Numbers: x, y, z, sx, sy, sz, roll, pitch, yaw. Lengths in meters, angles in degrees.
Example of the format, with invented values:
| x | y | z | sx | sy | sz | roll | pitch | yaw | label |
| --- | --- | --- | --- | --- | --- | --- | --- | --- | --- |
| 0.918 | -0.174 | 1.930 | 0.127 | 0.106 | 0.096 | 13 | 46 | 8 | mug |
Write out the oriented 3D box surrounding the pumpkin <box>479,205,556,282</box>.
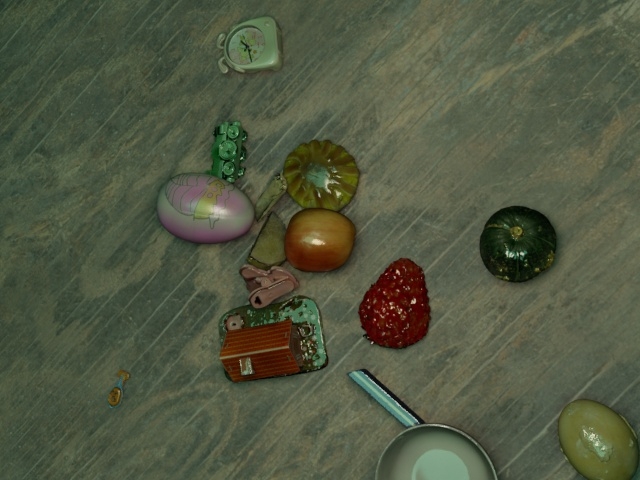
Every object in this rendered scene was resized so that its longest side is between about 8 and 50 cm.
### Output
| x | y | z | sx | sy | sz | roll | pitch | yaw | label |
| --- | --- | --- | --- | --- | --- | --- | --- | --- | --- |
| 0.475 | 0.009 | 1.700 | 0.190 | 0.146 | 0.191 | -2 | 84 | 15 | pumpkin |

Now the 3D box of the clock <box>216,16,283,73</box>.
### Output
| x | y | z | sx | sy | sz | roll | pitch | yaw | label |
| --- | --- | --- | --- | --- | --- | --- | --- | --- | --- |
| -0.204 | -0.547 | 2.009 | 0.190 | 0.062 | 0.152 | -7 | 81 | 15 | clock |

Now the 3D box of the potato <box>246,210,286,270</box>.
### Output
| x | y | z | sx | sy | sz | roll | pitch | yaw | label |
| --- | --- | --- | --- | --- | --- | --- | --- | --- | --- |
| -0.139 | 0.020 | 1.913 | 0.100 | 0.089 | 0.172 | 26 | 52 | -8 | potato |

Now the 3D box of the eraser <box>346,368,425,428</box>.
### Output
| x | y | z | sx | sy | sz | roll | pitch | yaw | label |
| --- | --- | --- | --- | --- | --- | --- | --- | --- | --- |
| 0.163 | 0.395 | 1.764 | 0.225 | 0.082 | 0.036 | 40 | 92 | 17 | eraser |

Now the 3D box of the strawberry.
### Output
| x | y | z | sx | sy | sz | roll | pitch | yaw | label |
| --- | --- | --- | --- | --- | --- | --- | --- | --- | --- |
| 0.186 | 0.155 | 1.778 | 0.190 | 0.111 | 0.237 | 13 | 85 | 19 | strawberry |

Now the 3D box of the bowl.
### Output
| x | y | z | sx | sy | sz | roll | pitch | yaw | label |
| --- | --- | --- | --- | --- | --- | --- | --- | --- | --- |
| 0.280 | 0.574 | 1.674 | 0.286 | 0.144 | 0.287 | -2 | 82 | 15 | bowl |

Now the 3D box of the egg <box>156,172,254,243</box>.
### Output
| x | y | z | sx | sy | sz | roll | pitch | yaw | label |
| --- | --- | --- | --- | --- | --- | --- | --- | --- | --- |
| -0.312 | -0.084 | 1.902 | 0.271 | 0.196 | 0.197 | 12 | 85 | 27 | egg |

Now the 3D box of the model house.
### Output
| x | y | z | sx | sy | sz | roll | pitch | yaw | label |
| --- | --- | --- | --- | --- | --- | --- | --- | --- | --- |
| -0.149 | 0.258 | 1.832 | 0.293 | 0.154 | 0.207 | -12 | 81 | 14 | model house |

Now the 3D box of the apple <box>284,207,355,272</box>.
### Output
| x | y | z | sx | sy | sz | roll | pitch | yaw | label |
| --- | --- | --- | --- | --- | --- | --- | --- | --- | --- |
| 0.000 | 0.000 | 1.816 | 0.199 | 0.199 | 0.199 | -2 | 82 | 15 | apple |

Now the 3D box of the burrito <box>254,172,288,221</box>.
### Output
| x | y | z | sx | sy | sz | roll | pitch | yaw | label |
| --- | --- | --- | --- | --- | --- | --- | --- | --- | --- |
| -0.140 | -0.112 | 1.902 | 0.171 | 0.042 | 0.051 | -46 | 58 | 36 | burrito |

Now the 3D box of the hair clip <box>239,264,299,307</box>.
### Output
| x | y | z | sx | sy | sz | roll | pitch | yaw | label |
| --- | --- | --- | --- | --- | --- | --- | --- | --- | --- |
| -0.136 | 0.106 | 1.860 | 0.138 | 0.123 | 0.102 | -29 | 47 | -1 | hair clip |

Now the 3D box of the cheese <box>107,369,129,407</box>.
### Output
| x | y | z | sx | sy | sz | roll | pitch | yaw | label |
| --- | --- | --- | --- | --- | --- | --- | --- | --- | --- |
| -0.573 | 0.422 | 1.995 | 0.047 | 0.017 | 0.111 | 19 | 87 | 14 | cheese |

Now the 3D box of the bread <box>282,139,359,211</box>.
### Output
| x | y | z | sx | sy | sz | roll | pitch | yaw | label |
| --- | --- | --- | --- | --- | --- | --- | --- | --- | --- |
| -0.001 | -0.174 | 1.881 | 0.213 | 0.105 | 0.214 | -3 | 78 | 14 | bread |

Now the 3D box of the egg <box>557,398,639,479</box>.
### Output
| x | y | z | sx | sy | sz | roll | pitch | yaw | label |
| --- | --- | --- | --- | --- | --- | --- | --- | --- | --- |
| 0.626 | 0.454 | 1.592 | 0.164 | 0.164 | 0.202 | -37 | 72 | 7 | egg |

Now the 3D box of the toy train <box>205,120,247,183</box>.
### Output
| x | y | z | sx | sy | sz | roll | pitch | yaw | label |
| --- | --- | --- | --- | --- | --- | --- | --- | --- | --- |
| -0.262 | -0.247 | 1.981 | 0.104 | 0.071 | 0.178 | 3 | 84 | 26 | toy train |
